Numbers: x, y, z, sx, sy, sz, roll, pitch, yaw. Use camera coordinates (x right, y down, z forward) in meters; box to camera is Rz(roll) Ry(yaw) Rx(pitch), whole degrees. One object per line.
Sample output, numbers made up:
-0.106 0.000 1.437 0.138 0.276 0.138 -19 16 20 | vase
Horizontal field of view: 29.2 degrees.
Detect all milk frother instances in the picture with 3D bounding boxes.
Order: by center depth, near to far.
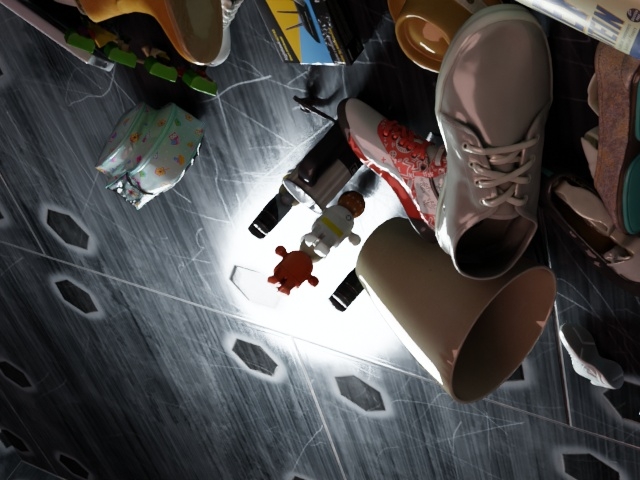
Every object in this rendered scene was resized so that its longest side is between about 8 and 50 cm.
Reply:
-0.014 -0.142 1.954 0.143 0.135 0.129 34 166 34 | milk frother

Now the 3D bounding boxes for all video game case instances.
-0.453 -0.359 2.113 0.190 0.022 0.173 35 -176 0 | video game case

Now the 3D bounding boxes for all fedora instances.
0.164 -0.283 1.662 0.194 0.079 0.194 24 147 17 | fedora

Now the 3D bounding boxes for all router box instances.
-0.027 -0.339 1.798 0.133 0.046 0.179 9 140 37 | router box

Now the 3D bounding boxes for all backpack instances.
-0.298 -0.163 2.176 0.144 0.166 0.188 41 147 -27 | backpack

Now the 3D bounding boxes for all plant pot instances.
0.195 0.084 1.997 0.274 0.256 0.257 35 152 32 | plant pot

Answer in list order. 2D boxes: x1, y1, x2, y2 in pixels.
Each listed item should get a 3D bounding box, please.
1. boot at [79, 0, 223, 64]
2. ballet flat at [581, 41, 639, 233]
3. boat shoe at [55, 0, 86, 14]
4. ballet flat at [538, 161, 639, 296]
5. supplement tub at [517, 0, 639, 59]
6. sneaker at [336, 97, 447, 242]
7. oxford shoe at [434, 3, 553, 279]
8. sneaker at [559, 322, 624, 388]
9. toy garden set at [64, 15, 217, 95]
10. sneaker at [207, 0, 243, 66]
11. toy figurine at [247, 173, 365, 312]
-0.260 -0.354 1.775 0.211 0.104 0.295 -25 78 40 | boot
0.399 -0.146 1.623 0.106 0.107 0.316 36 148 35 | ballet flat
-0.355 -0.415 1.955 0.302 0.103 0.113 0 134 44 | boat shoe
0.415 -0.005 1.761 0.280 0.095 0.096 38 180 -4 | ballet flat
0.282 -0.353 1.309 0.324 0.235 0.235 28 148 12 | supplement tub
0.153 -0.134 1.875 0.145 0.090 0.270 -31 100 39 | sneaker
0.241 -0.118 1.683 0.169 0.130 0.449 -8 134 -9 | oxford shoe
0.442 0.198 2.064 0.152 0.054 0.061 47 149 -19 | sneaker
-0.293 -0.311 2.005 0.244 0.049 0.204 18 -171 -17 | toy garden set
-0.163 -0.361 1.853 0.091 0.094 0.258 24 146 26 | sneaker
0.000 0.000 2.144 0.213 0.148 0.210 11 135 37 | toy figurine
